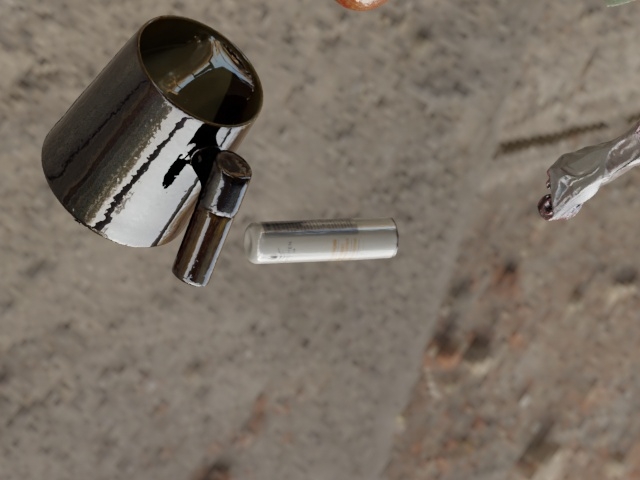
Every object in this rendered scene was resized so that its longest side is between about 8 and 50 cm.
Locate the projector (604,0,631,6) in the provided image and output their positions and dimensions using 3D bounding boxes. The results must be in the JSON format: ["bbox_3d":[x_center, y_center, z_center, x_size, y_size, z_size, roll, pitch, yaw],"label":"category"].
[{"bbox_3d":[0.287,-0.340,1.361,0.249,0.249,0.248,66,24,-9],"label":"projector"}]

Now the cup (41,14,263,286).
[{"bbox_3d":[-0.134,-0.083,1.811,0.166,0.239,0.177,-28,164,-52],"label":"cup"}]

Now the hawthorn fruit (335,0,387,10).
[{"bbox_3d":[0.049,-0.314,1.934,0.133,0.133,0.138,-44,-179,-20],"label":"hawthorn fruit"}]

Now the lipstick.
[{"bbox_3d":[0.000,0.000,1.706,0.141,0.040,0.040,-2,124,-22],"label":"lipstick"}]

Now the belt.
[{"bbox_3d":[0.352,-0.100,2.233,0.232,0.071,0.053,-34,180,34],"label":"belt"}]
